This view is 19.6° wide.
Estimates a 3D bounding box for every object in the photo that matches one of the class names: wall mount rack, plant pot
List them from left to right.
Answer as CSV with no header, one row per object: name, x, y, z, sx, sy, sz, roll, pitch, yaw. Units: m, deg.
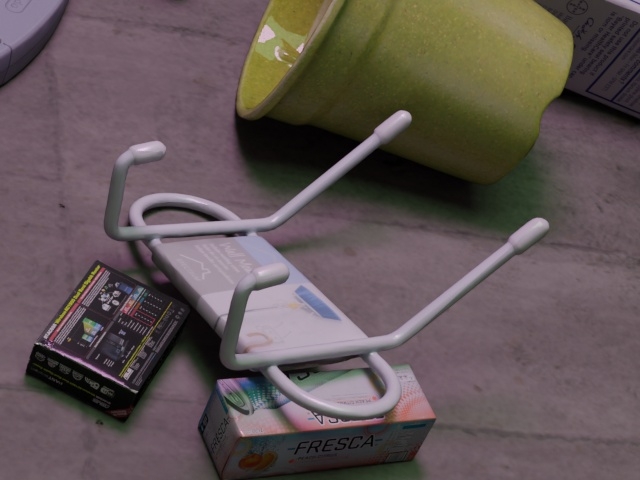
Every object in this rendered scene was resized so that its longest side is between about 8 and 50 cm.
wall mount rack,0.000,0.000,1.565,0.304,0.130,0.350,-7,35,-36
plant pot,0.094,-0.186,1.794,0.254,0.276,0.276,26,38,-15

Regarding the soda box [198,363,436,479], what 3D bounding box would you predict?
soda box,-0.002,0.146,1.507,0.183,0.058,0.063,-2,46,-29

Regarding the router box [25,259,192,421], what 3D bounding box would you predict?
router box,-0.171,0.080,1.510,0.092,0.038,0.122,27,39,3

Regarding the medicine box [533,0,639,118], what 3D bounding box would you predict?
medicine box,0.315,-0.299,2.035,0.289,0.149,0.263,22,51,-13

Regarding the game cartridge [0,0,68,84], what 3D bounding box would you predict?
game cartridge,-0.347,-0.245,1.776,0.198,0.062,0.297,28,39,-2
